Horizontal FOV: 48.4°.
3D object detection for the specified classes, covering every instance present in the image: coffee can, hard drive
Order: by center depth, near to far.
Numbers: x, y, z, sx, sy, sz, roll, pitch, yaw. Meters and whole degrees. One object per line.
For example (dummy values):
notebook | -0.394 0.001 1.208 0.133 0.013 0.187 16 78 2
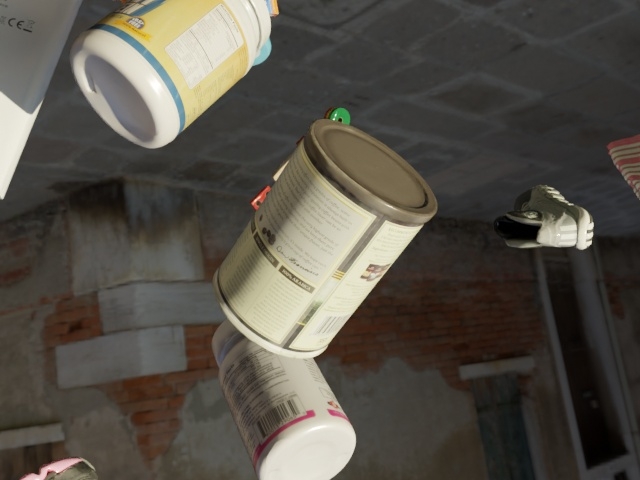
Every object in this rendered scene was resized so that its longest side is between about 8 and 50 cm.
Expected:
coffee can | 0.000 0.000 0.994 0.201 0.201 0.275 5 130 -47
hard drive | -0.500 -0.252 0.995 0.233 0.353 0.047 16 160 -8

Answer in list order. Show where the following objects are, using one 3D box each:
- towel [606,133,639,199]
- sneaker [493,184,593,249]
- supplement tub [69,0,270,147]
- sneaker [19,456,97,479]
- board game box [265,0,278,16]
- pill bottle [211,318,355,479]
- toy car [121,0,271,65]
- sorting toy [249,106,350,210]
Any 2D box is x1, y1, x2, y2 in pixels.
towel | 0.561 -0.130 1.145 0.144 0.197 0.029 -22 122 15
sneaker | 0.339 -0.040 1.183 0.132 0.086 0.228 -5 -167 -9
supplement tub | -0.164 -0.217 0.809 0.199 0.144 0.144 -50 -170 -29
sneaker | -0.122 0.143 0.278 0.057 0.119 0.047 28 143 12
board game box | -0.180 -0.627 1.539 0.145 0.281 0.027 -10 -179 -33
pill bottle | -0.071 0.247 1.152 0.160 0.283 0.160 -15 131 -18
toy car | -0.215 -0.396 1.103 0.238 0.219 0.210 -11 152 -5
sorting toy | -0.026 -0.119 1.348 0.046 0.274 0.132 24 159 53
